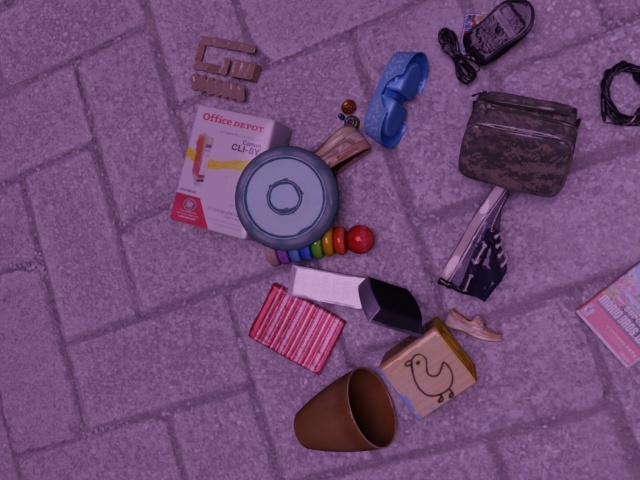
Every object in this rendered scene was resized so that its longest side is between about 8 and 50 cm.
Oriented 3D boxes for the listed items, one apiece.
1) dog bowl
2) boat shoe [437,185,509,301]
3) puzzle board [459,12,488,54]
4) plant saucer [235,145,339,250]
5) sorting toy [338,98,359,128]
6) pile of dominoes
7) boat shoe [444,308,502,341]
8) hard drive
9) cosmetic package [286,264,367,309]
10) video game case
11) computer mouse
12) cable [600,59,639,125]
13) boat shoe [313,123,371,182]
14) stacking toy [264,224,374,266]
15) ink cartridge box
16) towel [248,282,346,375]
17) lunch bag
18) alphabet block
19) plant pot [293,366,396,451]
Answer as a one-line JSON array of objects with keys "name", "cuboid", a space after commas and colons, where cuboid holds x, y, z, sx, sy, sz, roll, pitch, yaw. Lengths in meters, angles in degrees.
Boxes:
[{"name": "dog bowl", "cuboid": [0.222, -0.425, 1.914, 0.074, 0.166, 0.297, 25, 95, 28]}, {"name": "boat shoe", "cuboid": [0.484, 0.012, 1.835, 0.158, 0.127, 0.340, 30, 104, 10]}, {"name": "puzzle board", "cuboid": [0.470, -0.616, 1.920, 0.097, 0.011, 0.128, 11, 91, 18]}, {"name": "plant saucer", "cuboid": [-0.105, -0.127, 1.914, 0.318, 0.044, 0.317, 0, 90, 7]}, {"name": "sorting toy", "cuboid": [0.085, -0.395, 2.011, 0.061, 0.042, 0.101, -12, 84, 16]}, {"name": "pile of dominoes", "cuboid": [-0.322, -0.576, 2.164, 0.251, 0.040, 0.195, 18, 93, 26]}, {"name": "boat shoe", "cuboid": [0.445, 0.244, 1.853, 0.170, 0.063, 0.059, 18, 98, 18]}, {"name": "hard drive", "cuboid": [0.199, 0.181, 1.811, 0.172, 0.254, 0.054, 19, 106, -9]}, {"name": "cosmetic package", "cuboid": [0.024, 0.142, 1.982, 0.239, 0.060, 0.098, 11, 92, 11]}, {"name": "video game case", "cuboid": [0.877, 0.183, 1.742, 0.285, 0.025, 0.204, -41, 76, 11]}, {"name": "computer mouse", "cuboid": [0.497, -0.599, 1.875, 0.272, 0.072, 0.188, -30, 81, 25]}, {"name": "cable", "cuboid": [0.853, -0.410, 1.770, 0.151, 0.047, 0.184, -1, 86, 17]}, {"name": "boat shoe", "cuboid": [0.002, -0.211, 1.986, 0.341, 0.122, 0.110, -42, 76, 10]}, {"name": "stacking toy", "cuboid": [0.000, 0.000, 1.976, 0.331, 0.141, 0.141, -5, 86, 13]}, {"name": "ink cartridge box", "cuboid": [-0.287, -0.215, 2.055, 0.280, 0.160, 0.384, 15, 91, 17]}, {"name": "towel", "cuboid": [-0.078, 0.278, 2.033, 0.275, 0.031, 0.198, 27, 93, 15]}, {"name": "lunch bag", "cuboid": [0.547, -0.292, 1.771, 0.305, 0.256, 0.212, 14, 136, 17]}, {"name": "alphabet block", "cuboid": [0.305, 0.357, 1.813, 0.197, 0.193, 0.192, -39, 87, 12]}, {"name": "plant pot", "cuboid": [0.052, 0.524, 1.893, 0.254, 0.237, 0.237, -27, 79, 29]}]
